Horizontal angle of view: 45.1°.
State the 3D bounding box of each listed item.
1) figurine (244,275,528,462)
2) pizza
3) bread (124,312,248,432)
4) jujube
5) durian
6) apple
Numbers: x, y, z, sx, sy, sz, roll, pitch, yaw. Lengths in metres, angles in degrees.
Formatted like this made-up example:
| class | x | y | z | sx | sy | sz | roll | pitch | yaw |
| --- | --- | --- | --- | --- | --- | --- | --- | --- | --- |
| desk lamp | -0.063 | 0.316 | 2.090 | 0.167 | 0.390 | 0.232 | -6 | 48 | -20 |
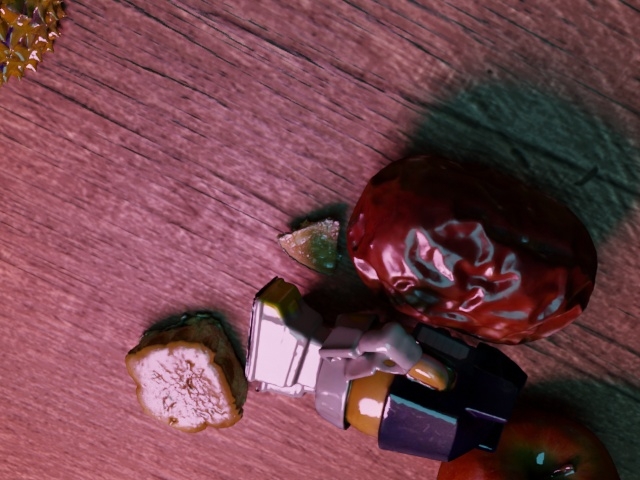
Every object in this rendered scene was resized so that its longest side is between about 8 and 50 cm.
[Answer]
| class | x | y | z | sx | sy | sz | roll | pitch | yaw |
| --- | --- | --- | --- | --- | --- | --- | --- | --- | --- |
| figurine | 0.067 | 0.146 | 0.826 | 0.309 | 0.308 | 0.143 | 20 | 90 | -4 |
| pizza | 0.000 | 0.000 | 0.872 | 0.083 | 0.025 | 0.078 | 36 | 119 | -19 |
| bread | -0.164 | 0.168 | 0.949 | 0.128 | 0.069 | 0.140 | -16 | 112 | 15 |
| jujube | 0.152 | 0.010 | 0.784 | 0.250 | 0.174 | 0.174 | 15 | 117 | -8 |
| durian | -0.339 | -0.237 | 0.762 | 0.182 | 0.165 | 0.132 | -42 | 64 | 0 |
| apple | 0.239 | 0.319 | 0.903 | 0.230 | 0.230 | 0.230 | 3 | 116 | 5 |
